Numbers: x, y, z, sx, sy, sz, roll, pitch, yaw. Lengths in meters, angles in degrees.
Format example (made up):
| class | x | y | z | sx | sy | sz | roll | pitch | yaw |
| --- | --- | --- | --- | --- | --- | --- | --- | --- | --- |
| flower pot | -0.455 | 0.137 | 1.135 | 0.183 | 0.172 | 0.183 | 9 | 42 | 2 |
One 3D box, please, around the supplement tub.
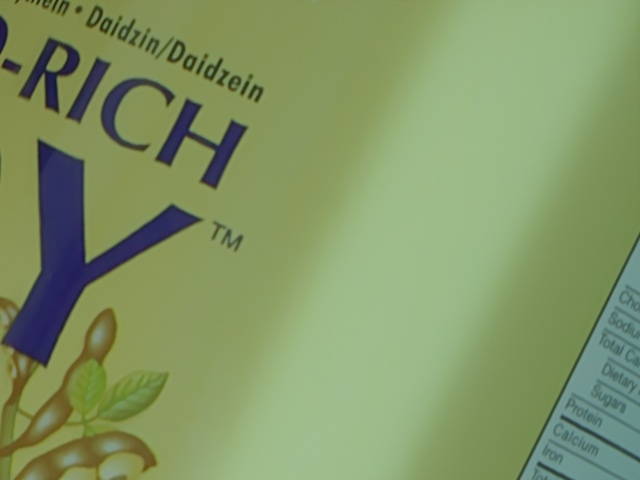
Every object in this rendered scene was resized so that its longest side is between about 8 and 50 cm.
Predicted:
| class | x | y | z | sx | sy | sz | roll | pitch | yaw |
| --- | --- | --- | --- | --- | --- | --- | --- | --- | --- |
| supplement tub | 0.000 | 0.000 | 0.466 | 0.241 | 0.241 | 0.331 | 28 | 86 | -21 |
